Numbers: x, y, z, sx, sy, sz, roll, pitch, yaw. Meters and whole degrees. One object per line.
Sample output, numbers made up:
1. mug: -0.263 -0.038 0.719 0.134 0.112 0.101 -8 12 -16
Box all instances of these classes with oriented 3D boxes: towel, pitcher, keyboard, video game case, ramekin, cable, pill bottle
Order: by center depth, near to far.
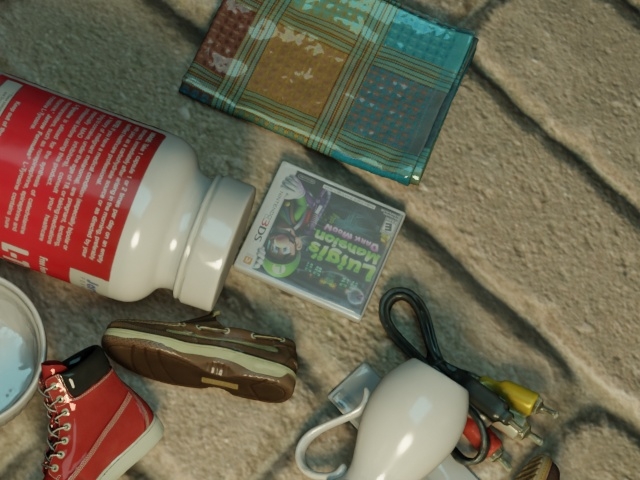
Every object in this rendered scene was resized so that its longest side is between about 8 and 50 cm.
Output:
1. ramekin: -0.449 0.150 1.749 0.207 0.109 0.207 2 70 -6
2. pitcher: 0.079 0.246 1.764 0.177 0.125 0.207 31 86 22
3. pill bottle: -0.301 -0.058 1.777 0.407 0.229 0.229 20 69 1
4. keyboard: 0.122 0.275 1.823 0.072 0.014 0.256 -40 79 -23
5. cable: 0.172 0.193 1.850 0.287 0.072 0.139 41 88 21
6. video game case: 0.000 0.000 1.901 0.190 0.022 0.173 23 70 2
7. towel: 0.017 -0.255 1.986 0.370 0.040 0.271 23 69 2

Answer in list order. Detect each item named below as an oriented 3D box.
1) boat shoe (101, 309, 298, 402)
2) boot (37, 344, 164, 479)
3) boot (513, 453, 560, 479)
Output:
1. boat shoe: -0.154 0.138 1.806 0.257 0.095 0.095 16 55 -7
2. boot: -0.329 0.250 1.696 0.244 0.088 0.176 -47 118 -25
3. boot: 0.316 0.423 1.769 0.206 0.090 0.248 27 68 -9
